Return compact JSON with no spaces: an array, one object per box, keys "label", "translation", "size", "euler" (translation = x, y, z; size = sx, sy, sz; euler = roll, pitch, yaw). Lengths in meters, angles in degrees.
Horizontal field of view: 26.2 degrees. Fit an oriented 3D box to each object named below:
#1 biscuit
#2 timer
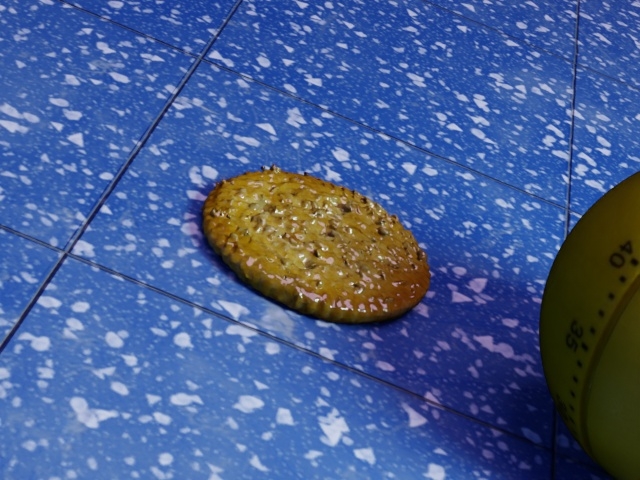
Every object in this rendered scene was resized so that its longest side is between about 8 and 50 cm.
[{"label":"biscuit","translation":[0.000,0.000,1.437],"size":[0.254,0.035,0.254],"euler":[17,31,-11]},{"label":"timer","translation":[0.393,0.109,1.229],"size":[0.376,0.376,0.387],"euler":[-6,34,-39]}]
